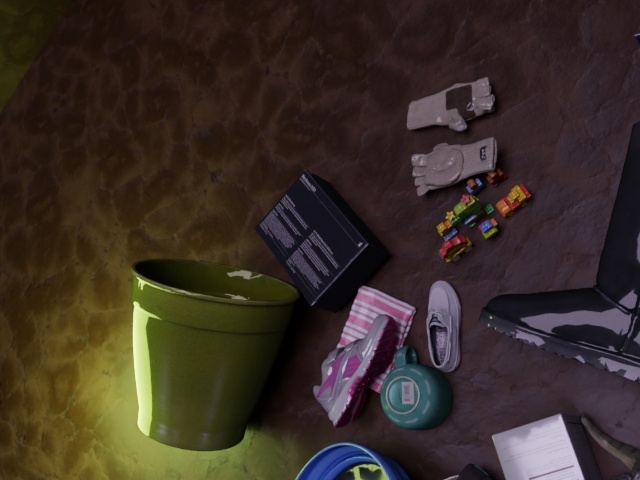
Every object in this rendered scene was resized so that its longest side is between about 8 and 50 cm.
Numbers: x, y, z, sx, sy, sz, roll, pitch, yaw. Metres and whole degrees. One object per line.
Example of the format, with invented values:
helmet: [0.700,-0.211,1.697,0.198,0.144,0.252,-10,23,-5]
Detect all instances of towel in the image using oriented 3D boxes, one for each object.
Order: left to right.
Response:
towel: [0.108,0.206,1.788,0.144,0.029,0.197,21,90,34]

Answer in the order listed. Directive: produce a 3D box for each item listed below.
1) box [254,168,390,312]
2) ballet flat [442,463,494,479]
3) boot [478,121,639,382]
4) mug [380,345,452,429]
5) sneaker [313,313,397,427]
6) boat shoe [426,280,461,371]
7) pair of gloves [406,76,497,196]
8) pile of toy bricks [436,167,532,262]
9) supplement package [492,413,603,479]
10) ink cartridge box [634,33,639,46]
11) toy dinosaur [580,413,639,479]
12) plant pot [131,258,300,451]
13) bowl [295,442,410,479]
box: [0.000,0.000,1.854,0.184,0.103,0.261,-49,54,16]
ballet flat: [0.219,0.529,1.607,0.280,0.095,0.096,-44,49,12]
boot: [0.518,-0.003,1.501,0.366,0.146,0.445,17,92,24]
mug: [0.175,0.300,1.680,0.158,0.097,0.129,43,103,32]
sneaker: [0.063,0.252,1.729,0.111,0.103,0.252,34,96,29]
boat shoe: [0.240,0.169,1.691,0.066,0.063,0.184,-4,77,32]
pair of gloves: [0.276,-0.220,1.764,0.204,0.042,0.240,-18,59,34]
pile of toy bricks: [0.301,-0.061,1.682,0.212,0.105,0.118,-41,60,17]
supplement package: [0.416,0.440,1.469,0.133,0.139,0.244,-25,66,24]
ink cartridge box: [0.726,-0.381,1.453,0.332,0.165,0.065,-7,75,30]
toy dinosaur: [0.552,0.406,1.441,0.268,0.064,0.118,21,84,36]
plant pot: [-0.256,0.252,1.845,0.366,0.366,0.353,16,99,34]
bowl: [0.058,0.591,1.624,0.391,0.077,0.391,-28,54,47]
